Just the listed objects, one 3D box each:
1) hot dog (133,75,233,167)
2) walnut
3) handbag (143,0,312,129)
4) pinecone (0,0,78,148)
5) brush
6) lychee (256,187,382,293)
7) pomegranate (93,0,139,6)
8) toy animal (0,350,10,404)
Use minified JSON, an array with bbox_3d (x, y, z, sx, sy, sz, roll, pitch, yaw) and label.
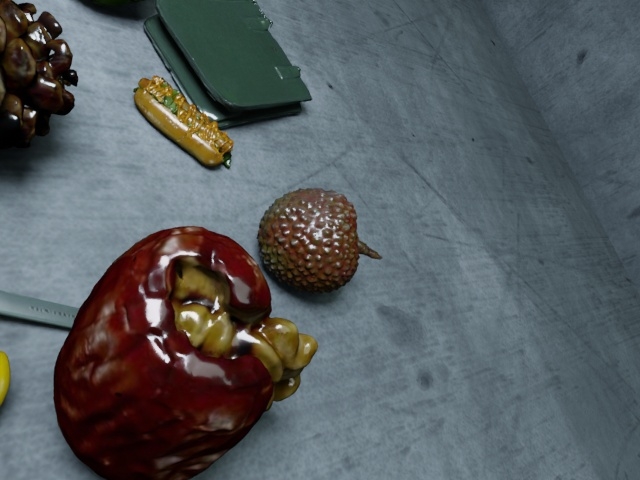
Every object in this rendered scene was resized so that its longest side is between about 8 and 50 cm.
[{"bbox_3d":[-0.213,-0.187,0.757,0.188,0.055,0.072,38,45,-13],"label":"hot dog"},{"bbox_3d":[-0.128,0.126,0.481,0.244,0.269,0.221,26,50,-21],"label":"walnut"},{"bbox_3d":[-0.158,-0.336,0.879,0.260,0.079,0.247,-28,84,-46],"label":"handbag"},{"bbox_3d":[-0.400,-0.175,0.490,0.224,0.224,0.272,55,27,3],"label":"pinecone"},{"bbox_3d":[-0.294,0.090,0.546,0.266,0.027,0.062,22,52,-33],"label":"brush"},{"bbox_3d":[0.000,0.000,0.735,0.198,0.165,0.165,1,60,-8],"label":"lychee"},{"bbox_3d":[-0.325,-0.473,0.776,0.187,0.187,0.225,54,15,1],"label":"pomegranate"},{"bbox_3d":[-0.354,0.143,0.432,0.114,0.082,0.091,-2,97,-54],"label":"toy animal"}]
